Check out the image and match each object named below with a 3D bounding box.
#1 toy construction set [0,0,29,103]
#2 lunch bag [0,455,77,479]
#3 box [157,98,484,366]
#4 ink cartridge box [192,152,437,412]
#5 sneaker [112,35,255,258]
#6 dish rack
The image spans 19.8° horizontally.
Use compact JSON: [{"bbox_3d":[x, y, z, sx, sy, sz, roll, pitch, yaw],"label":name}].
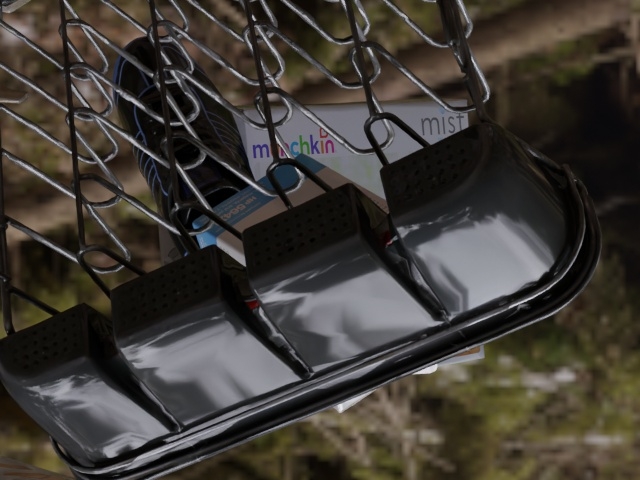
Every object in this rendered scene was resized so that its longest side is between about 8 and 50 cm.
[{"bbox_3d":[-0.241,-0.133,1.150,0.237,0.257,0.309,7,175,6],"label":"toy construction set"},{"bbox_3d":[-0.246,0.281,1.420,0.328,0.239,0.385,14,155,12],"label":"lunch bag"},{"bbox_3d":[0.000,0.000,1.527,0.262,0.231,0.127,-5,-176,-43],"label":"box"},{"bbox_3d":[0.006,0.027,1.100,0.090,0.092,0.143,-32,-143,-22],"label":"ink cartridge box"},{"bbox_3d":[-0.087,-0.057,1.288,0.081,0.232,0.090,-25,161,-6],"label":"sneaker"},{"bbox_3d":[-0.031,-0.067,0.663,0.208,0.271,0.074,-23,142,17],"label":"dish rack"}]
